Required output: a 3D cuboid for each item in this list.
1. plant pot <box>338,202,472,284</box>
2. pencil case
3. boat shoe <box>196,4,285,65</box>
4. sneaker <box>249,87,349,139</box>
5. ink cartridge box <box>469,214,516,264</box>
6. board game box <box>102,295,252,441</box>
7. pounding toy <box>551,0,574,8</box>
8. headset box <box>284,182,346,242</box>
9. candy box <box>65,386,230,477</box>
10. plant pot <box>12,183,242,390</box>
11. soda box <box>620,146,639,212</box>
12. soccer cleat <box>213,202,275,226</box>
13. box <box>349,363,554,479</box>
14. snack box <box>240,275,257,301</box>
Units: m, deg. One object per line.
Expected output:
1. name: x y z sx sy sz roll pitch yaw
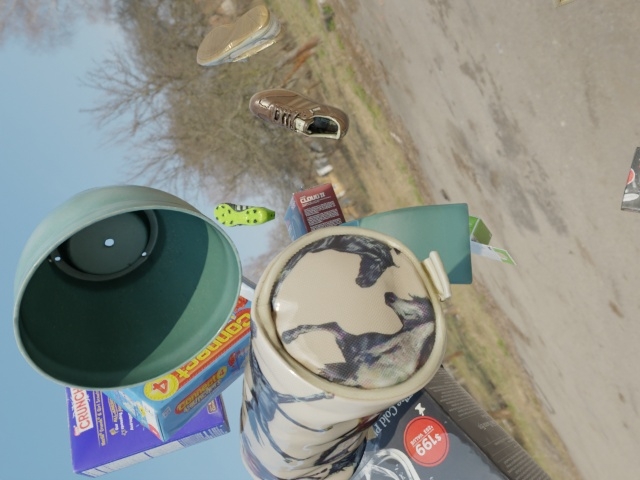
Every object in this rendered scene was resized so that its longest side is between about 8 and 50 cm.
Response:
1. plant pot: 0.163 0.013 1.105 0.166 0.235 0.165 167 102 -70
2. pencil case: 0.007 0.156 0.578 0.159 0.184 0.410 58 155 27
3. boat shoe: -0.126 -0.307 0.837 0.059 0.170 0.062 19 -109 -47
4. sneaker: -0.039 -0.227 0.963 0.071 0.189 0.066 -80 1 -58
5. ink cartridge box: 0.587 -0.010 1.933 0.255 0.097 0.189 19 172 35
6. board game box: -0.300 0.201 1.078 0.302 0.308 0.086 22 131 30
7. pounding toy: 0.433 -0.488 0.871 0.141 0.130 0.100 36 -136 -56
8. headset box: 0.000 0.000 1.398 0.218 0.110 0.293 127 125 -72
9. candy box: -0.393 0.349 1.208 0.122 0.318 0.268 92 160 -57
10. plant pot: -0.287 0.039 0.767 0.196 0.293 0.293 42 171 44
11. soda box: 0.849 -0.160 1.415 0.053 0.060 0.168 11 -88 -64
12. soccer cleat: -0.193 -0.063 1.341 0.072 0.179 0.060 -6 -80 -54
13. box: 0.157 0.420 0.824 0.312 0.343 0.179 44 -166 31
14. snack box: -0.284 0.233 1.814 0.175 0.207 0.070 33 -170 7
